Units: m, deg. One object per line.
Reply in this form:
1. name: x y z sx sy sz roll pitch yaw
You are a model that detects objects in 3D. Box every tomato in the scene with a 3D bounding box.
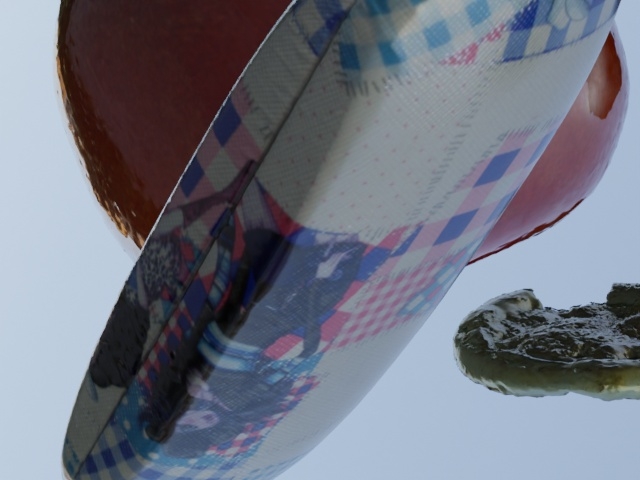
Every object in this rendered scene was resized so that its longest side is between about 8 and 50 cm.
1. tomato: 0.011 -0.099 1.027 0.290 0.325 0.293 122 -46 -68

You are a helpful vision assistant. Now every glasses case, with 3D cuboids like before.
1. glasses case: 0.000 0.000 0.624 0.076 0.125 0.327 54 -44 22

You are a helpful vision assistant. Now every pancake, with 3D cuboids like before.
1. pancake: 0.239 0.087 1.558 0.253 0.253 0.037 21 -59 54
